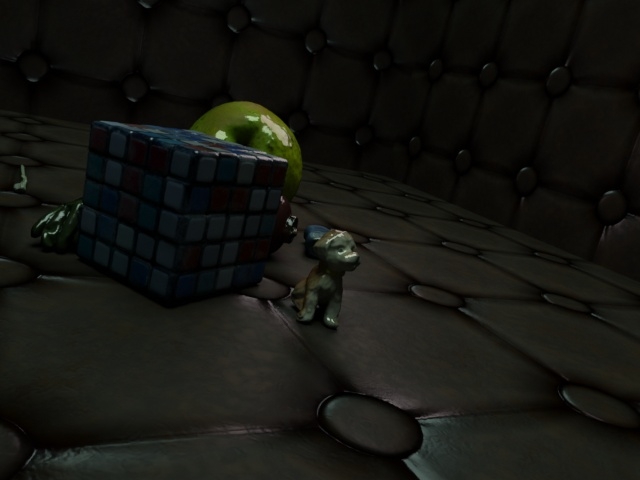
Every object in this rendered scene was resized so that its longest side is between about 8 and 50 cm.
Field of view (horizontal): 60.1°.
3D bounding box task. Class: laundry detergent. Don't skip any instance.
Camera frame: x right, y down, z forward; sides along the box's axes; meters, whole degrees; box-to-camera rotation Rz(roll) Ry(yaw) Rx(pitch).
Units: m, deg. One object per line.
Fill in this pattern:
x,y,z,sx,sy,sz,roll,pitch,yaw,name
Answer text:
0.000,-0.001,1.594,0.097,0.061,0.206,10,14,-6,laundry detergent

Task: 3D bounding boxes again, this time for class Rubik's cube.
-0.281,-0.068,1.134,0.287,0.291,0.293,21,13,28,Rubik's cube

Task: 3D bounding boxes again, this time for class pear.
-0.228,-0.228,1.624,0.392,0.390,0.391,13,14,-3,pear

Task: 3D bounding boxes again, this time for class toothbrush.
-0.851,-0.179,1.581,0.028,0.026,0.294,-9,22,-21,toothbrush

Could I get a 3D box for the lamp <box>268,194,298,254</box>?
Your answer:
-0.178,-0.052,1.428,0.258,0.180,0.180,16,14,7,lamp

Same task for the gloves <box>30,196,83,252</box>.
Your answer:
-0.492,-0.048,1.207,0.135,0.107,0.268,-28,-3,43,gloves

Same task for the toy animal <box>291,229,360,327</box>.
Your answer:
0.006,0.056,1.122,0.104,0.185,0.184,8,15,-14,toy animal
